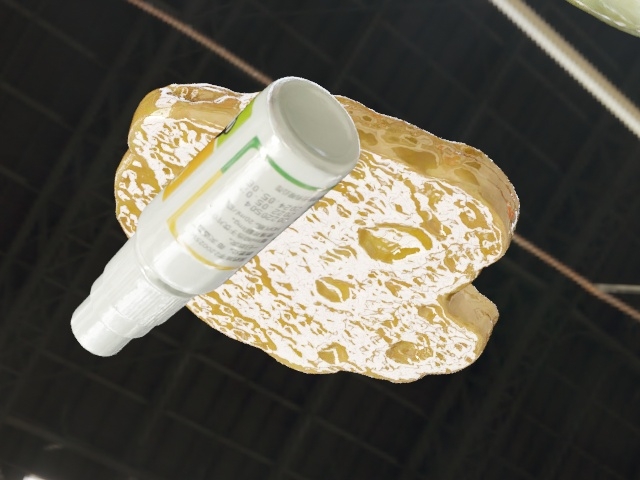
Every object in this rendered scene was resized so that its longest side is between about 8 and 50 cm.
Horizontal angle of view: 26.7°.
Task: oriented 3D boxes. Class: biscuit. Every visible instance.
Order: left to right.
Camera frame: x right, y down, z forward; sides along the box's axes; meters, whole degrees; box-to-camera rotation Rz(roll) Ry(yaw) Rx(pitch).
[{"bbox_3d":[0.000,0.000,1.113,0.312,0.351,0.057,69,-146,-42],"label":"biscuit"}]

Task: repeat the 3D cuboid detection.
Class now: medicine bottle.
[{"bbox_3d":[-0.060,-0.009,0.752,0.061,0.220,0.092,52,-143,3],"label":"medicine bottle"}]

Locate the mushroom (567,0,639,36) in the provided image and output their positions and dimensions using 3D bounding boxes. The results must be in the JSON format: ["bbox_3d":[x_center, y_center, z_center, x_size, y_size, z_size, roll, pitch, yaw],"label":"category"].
[{"bbox_3d":[0.232,-0.281,0.792,0.352,0.260,0.352,1,-107,-2],"label":"mushroom"}]
